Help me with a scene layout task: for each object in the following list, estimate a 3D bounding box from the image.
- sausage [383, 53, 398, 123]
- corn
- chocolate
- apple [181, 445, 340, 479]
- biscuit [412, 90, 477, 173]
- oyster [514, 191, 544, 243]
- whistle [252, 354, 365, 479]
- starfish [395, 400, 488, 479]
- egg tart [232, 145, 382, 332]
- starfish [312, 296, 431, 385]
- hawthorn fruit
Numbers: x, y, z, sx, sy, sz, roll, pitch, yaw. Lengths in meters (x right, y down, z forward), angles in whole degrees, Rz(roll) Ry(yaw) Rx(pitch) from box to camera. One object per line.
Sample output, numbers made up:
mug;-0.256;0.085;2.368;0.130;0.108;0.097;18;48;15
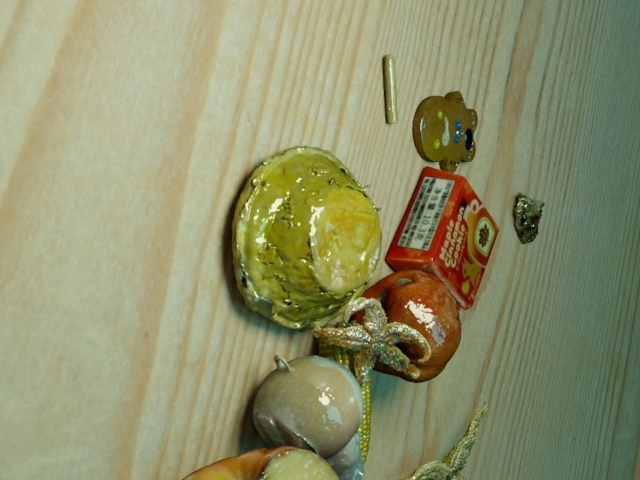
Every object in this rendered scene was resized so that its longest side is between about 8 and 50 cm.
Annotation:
sausage;0.135;-0.292;1.474;0.024;0.024;0.132;-18;108;-48
corn;0.046;0.272;1.355;0.091;0.091;0.260;-4;95;-9
chocolate;0.265;0.004;1.605;0.235;0.108;0.237;46;61;-41
apple;-0.123;0.421;1.131;0.293;0.163;0.251;-15;105;-33
biscuit;0.274;-0.234;1.642;0.236;0.039;0.180;-2;98;-48
oyster;0.537;-0.065;1.969;0.105;0.056;0.177;-50;135;-24
whistle;0.011;0.322;1.258;0.189;0.189;0.348;-41;115;-40
starfish;0.290;0.553;1.721;0.301;0.084;0.293;-36;125;-38
egg tart;-0.001;0.000;1.263;0.341;0.132;0.341;-8;100;-48
starfish;0.085;0.171;1.297;0.210;0.053;0.150;11;92;-16
hawthorn fruit;0.181;0.140;1.451;0.243;0.207;0.207;-40;124;-45
